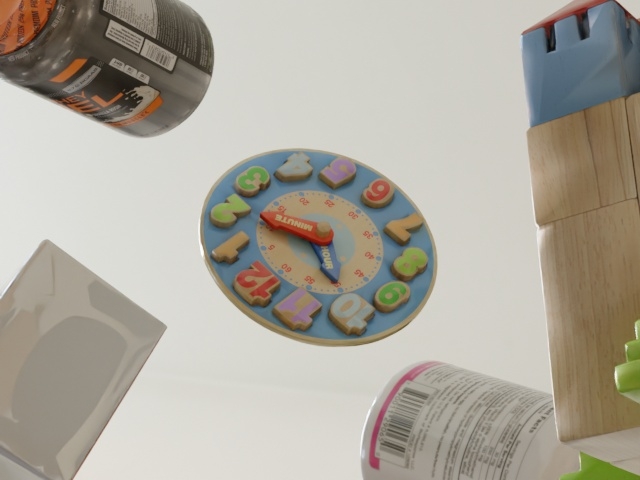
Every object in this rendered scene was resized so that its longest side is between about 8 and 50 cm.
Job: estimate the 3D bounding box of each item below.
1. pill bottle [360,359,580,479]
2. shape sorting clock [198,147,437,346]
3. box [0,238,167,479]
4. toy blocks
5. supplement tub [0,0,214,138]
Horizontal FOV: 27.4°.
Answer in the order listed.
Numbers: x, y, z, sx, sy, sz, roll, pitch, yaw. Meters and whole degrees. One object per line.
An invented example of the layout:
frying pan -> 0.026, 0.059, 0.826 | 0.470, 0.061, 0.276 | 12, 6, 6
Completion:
pill bottle -> 0.190, 0.217, 1.221 | 0.283, 0.160, 0.160 | 13, -52, 42
shape sorting clock -> 0.000, 0.000, 1.104 | 0.206, 0.206, 0.040 | 41, -34, 16
box -> -0.348, 0.169, 1.494 | 0.168, 0.215, 0.345 | 37, -28, -13
toy blocks -> 0.215, -0.007, 0.656 | 0.191, 0.381, 0.260 | -18, -118, 33
supplement tub -> -0.176, -0.154, 0.976 | 0.117, 0.190, 0.117 | -9, -107, 30
